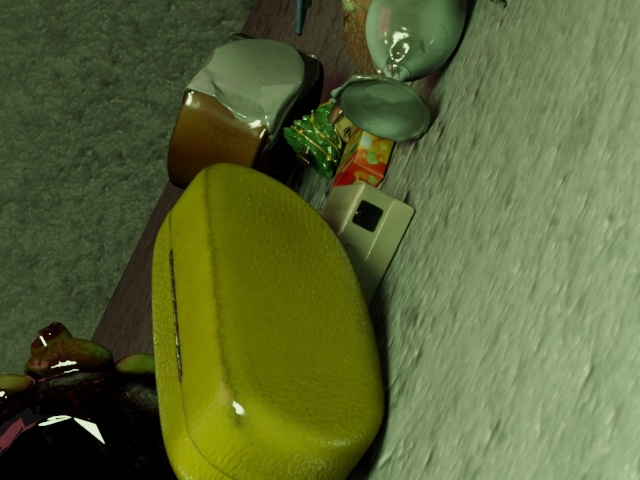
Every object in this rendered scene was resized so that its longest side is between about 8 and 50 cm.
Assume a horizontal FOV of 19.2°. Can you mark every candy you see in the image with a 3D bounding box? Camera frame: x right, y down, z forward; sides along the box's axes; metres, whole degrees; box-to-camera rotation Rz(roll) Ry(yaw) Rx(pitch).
[{"bbox_3d":[0.053,-0.104,1.987,0.062,0.038,0.122,-50,17,52],"label":"candy"}]

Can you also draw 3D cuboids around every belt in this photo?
[{"bbox_3d":[-0.085,-0.145,2.334,0.338,0.122,0.217,-25,-43,-80],"label":"belt"}]

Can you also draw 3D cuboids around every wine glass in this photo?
[{"bbox_3d":[0.089,-0.210,1.899,0.103,0.103,0.222,-48,18,54],"label":"wine glass"}]

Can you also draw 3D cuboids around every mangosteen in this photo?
[{"bbox_3d":[-0.247,0.224,1.932,0.287,0.287,0.233,-62,-8,7],"label":"mangosteen"}]

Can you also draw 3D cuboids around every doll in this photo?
[{"bbox_3d":[0.004,-0.138,2.207,0.113,0.076,0.078,-64,2,-8],"label":"doll"}]

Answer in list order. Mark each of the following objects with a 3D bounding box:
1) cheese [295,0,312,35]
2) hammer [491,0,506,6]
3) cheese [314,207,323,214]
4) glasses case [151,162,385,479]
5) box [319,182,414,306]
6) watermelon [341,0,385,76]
[{"bbox_3d":[0.000,-0.366,2.163,0.204,0.083,0.320,94,-172,-46],"label":"cheese"},{"bbox_3d":[0.210,-0.297,1.739,0.246,0.029,0.103,-43,22,58],"label":"hammer"},{"bbox_3d":[0.000,0.000,1.988,0.097,0.037,0.192,-68,11,-18],"label":"cheese"},{"bbox_3d":[-0.051,0.096,1.577,0.141,0.173,0.371,-55,25,27],"label":"glasses case"},{"bbox_3d":[0.007,0.046,1.786,0.201,0.058,0.141,-64,10,-6],"label":"box"},{"bbox_3d":[0.081,-0.292,2.166,0.193,0.140,0.257,-76,7,-79],"label":"watermelon"}]
